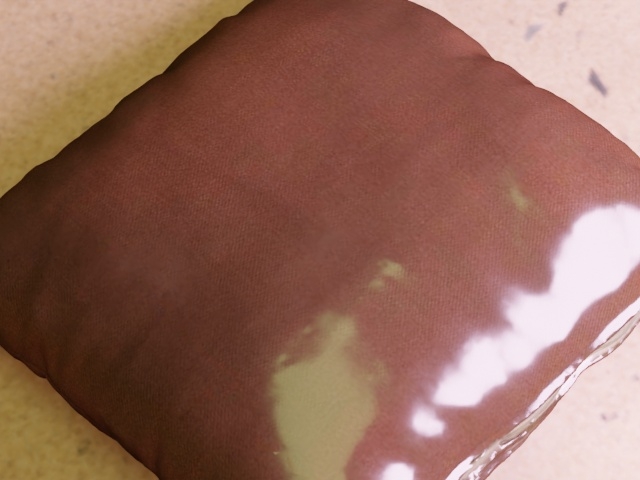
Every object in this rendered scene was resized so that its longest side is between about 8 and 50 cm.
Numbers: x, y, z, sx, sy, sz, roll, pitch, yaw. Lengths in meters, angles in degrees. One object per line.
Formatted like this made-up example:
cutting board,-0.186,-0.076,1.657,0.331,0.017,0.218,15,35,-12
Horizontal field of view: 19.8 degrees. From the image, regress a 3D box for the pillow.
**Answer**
pillow,0.000,0.000,0.928,0.308,0.108,0.305,-41,61,-19
